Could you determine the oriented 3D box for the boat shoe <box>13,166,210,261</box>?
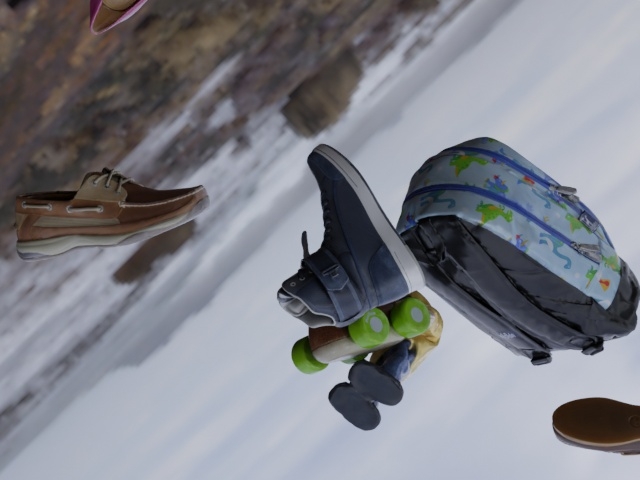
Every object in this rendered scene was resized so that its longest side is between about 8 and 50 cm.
[{"bbox_3d":[-0.331,-0.051,2.112,0.324,0.116,0.123,-11,-171,12],"label":"boat shoe"}]

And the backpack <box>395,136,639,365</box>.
[{"bbox_3d":[0.277,0.012,2.101,0.290,0.355,0.273,-22,-128,56],"label":"backpack"}]

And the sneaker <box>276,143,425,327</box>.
[{"bbox_3d":[0.000,0.000,1.661,0.163,0.226,0.086,-29,157,-8],"label":"sneaker"}]

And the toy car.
[{"bbox_3d":[0.030,0.063,1.831,0.149,0.188,0.155,-10,167,-42],"label":"toy car"}]

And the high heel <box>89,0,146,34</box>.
[{"bbox_3d":[-0.227,-0.354,1.780,0.244,0.082,0.117,-19,-136,49],"label":"high heel"}]

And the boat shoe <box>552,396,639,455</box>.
[{"bbox_3d":[0.406,0.251,1.801,0.073,0.206,0.073,83,9,-52],"label":"boat shoe"}]

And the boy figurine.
[{"bbox_3d":[0.110,0.147,1.942,0.177,0.092,0.285,-52,-179,33],"label":"boy figurine"}]
